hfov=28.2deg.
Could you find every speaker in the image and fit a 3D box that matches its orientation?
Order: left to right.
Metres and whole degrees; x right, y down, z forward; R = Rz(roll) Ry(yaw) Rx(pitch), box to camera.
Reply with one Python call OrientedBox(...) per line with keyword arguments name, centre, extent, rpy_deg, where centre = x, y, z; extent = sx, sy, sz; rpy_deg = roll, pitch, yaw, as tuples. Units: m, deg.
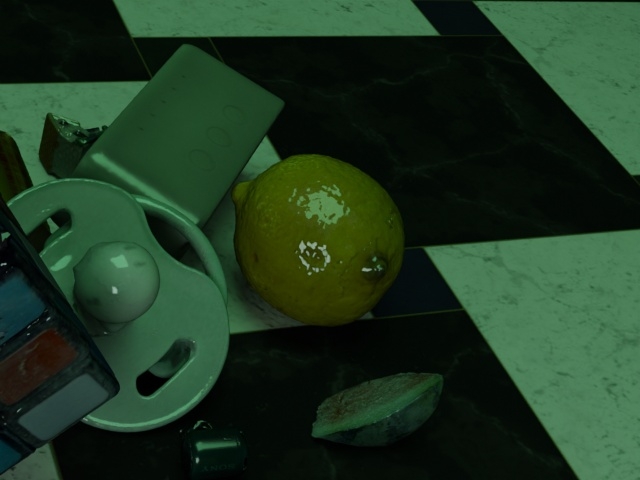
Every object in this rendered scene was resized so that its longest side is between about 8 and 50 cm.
OrientedBox(name="speaker", centre=(-0.217, -0.114, 1.841), extent=(0.184, 0.183, 0.406), rpy_deg=(36, 37, -6))
OrientedBox(name="speaker", centre=(-0.133, 0.253, 1.535), extent=(0.075, 0.060, 0.094), rpy_deg=(-1, 4, -20))

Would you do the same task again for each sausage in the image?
OrientedBox(name="sausage", centre=(-0.464, -0.079, 1.791), extent=(0.125, 0.117, 0.317), rpy_deg=(-30, 46, 0))

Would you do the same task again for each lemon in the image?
OrientedBox(name="lemon", centre=(-0.006, -0.006, 1.765), extent=(0.253, 0.228, 0.228), rpy_deg=(44, 44, 18))

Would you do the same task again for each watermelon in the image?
OrientedBox(name="watermelon", centre=(0.080, 0.214, 1.622), extent=(0.180, 0.081, 0.094), rpy_deg=(-13, 53, 22))

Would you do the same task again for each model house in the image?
OrientedBox(name="model house", centre=(-0.371, -0.150, 1.950), extent=(0.100, 0.087, 0.101), rpy_deg=(33, 36, 22))

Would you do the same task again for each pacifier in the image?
OrientedBox(name="pacifier", centre=(-0.244, 0.057, 1.536), extent=(0.343, 0.269, 0.288), rpy_deg=(45, 69, -4))

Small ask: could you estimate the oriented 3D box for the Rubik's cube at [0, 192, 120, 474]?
OrientedBox(name="Rubik's cube", centre=(-0.461, 0.073, 1.271), extent=(0.363, 0.359, 0.362), rpy_deg=(-39, 68, -7))
